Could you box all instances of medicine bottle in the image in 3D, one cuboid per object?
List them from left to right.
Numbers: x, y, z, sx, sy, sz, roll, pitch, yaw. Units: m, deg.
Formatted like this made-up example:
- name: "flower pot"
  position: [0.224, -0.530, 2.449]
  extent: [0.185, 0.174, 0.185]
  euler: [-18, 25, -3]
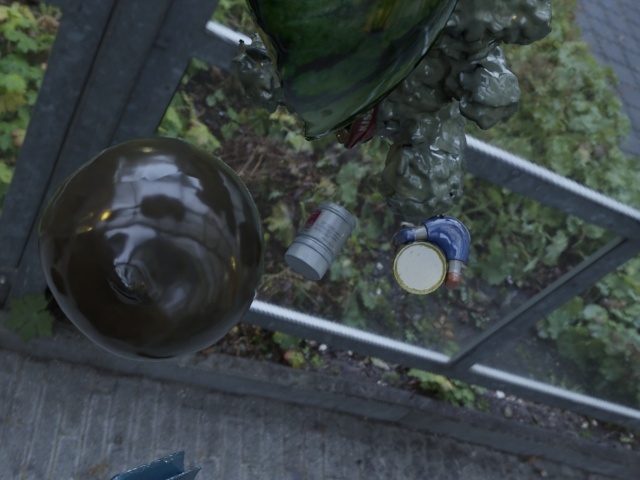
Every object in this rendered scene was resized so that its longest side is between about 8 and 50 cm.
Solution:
- name: "medicine bottle"
  position: [0.000, 0.000, 0.922]
  extent: [0.058, 0.058, 0.091]
  euler: [36, 69, -6]

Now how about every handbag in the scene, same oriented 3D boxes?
- name: "handbag"
  position: [-0.280, 0.447, 1.091]
  extent: [0.062, 0.229, 0.179]
  euler: [29, 15, 28]

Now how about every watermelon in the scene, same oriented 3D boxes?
- name: "watermelon"
  position: [0.008, -0.248, 0.455]
  extent: [0.189, 0.331, 0.331]
  euler: [-25, 67, 1]

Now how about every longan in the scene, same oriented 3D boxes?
- name: "longan"
  position: [-0.215, 0.009, 0.925]
  extent: [0.297, 0.297, 0.297]
  euler: [19, 48, -22]

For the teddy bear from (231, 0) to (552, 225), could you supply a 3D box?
- name: "teddy bear"
  position: [0.088, -0.246, 0.825]
  extent: [0.357, 0.368, 0.224]
  euler: [40, 62, 11]

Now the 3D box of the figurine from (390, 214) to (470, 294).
- name: "figurine"
  position: [0.204, 0.020, 1.366]
  extent: [0.161, 0.158, 0.275]
  euler: [47, 5, 4]
